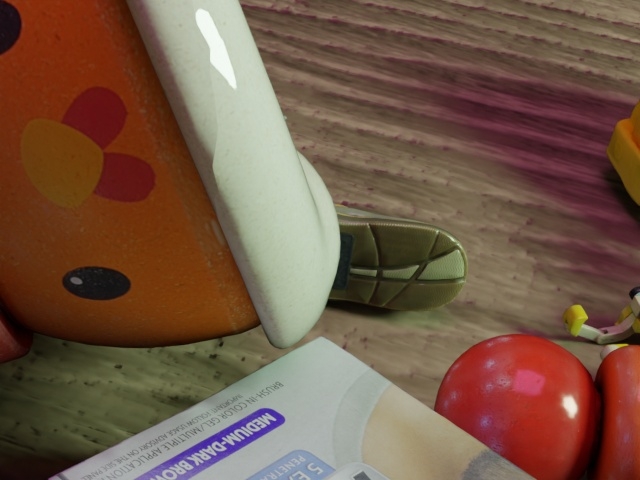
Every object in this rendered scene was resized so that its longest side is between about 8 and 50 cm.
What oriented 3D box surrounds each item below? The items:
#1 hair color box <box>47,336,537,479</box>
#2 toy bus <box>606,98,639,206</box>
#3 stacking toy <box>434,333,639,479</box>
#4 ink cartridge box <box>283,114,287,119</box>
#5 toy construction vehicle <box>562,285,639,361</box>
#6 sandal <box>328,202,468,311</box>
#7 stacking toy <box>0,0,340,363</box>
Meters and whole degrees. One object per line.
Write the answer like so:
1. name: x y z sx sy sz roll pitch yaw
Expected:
1. hair color box: 0.057 0.190 0.697 0.339 0.110 0.185 33 37 27
2. toy bus: 0.334 -0.106 1.144 0.220 0.211 0.149 -4 37 -20
3. stacking toy: 0.225 0.101 0.871 0.330 0.141 0.141 7 33 1
4. ink cartridge box: -0.223 -0.107 1.100 0.371 0.069 0.176 26 35 24
5. toy construction vehicle: 0.203 0.069 1.001 0.098 0.035 0.086 0 41 -22
6. sandal: 0.000 0.000 1.009 0.180 0.072 0.049 12 17 -3
7. stacking toy: -0.260 -0.032 0.803 0.480 0.350 0.350 -23 39 -3
